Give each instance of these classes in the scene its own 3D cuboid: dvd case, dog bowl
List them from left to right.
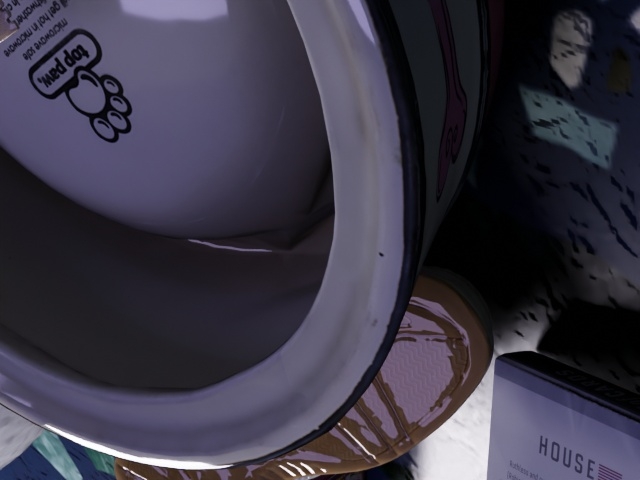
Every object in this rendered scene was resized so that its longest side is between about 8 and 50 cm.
[{"bbox_3d":[-0.100,-0.107,0.635,0.408,0.150,0.408,21,133,25],"label":"dog bowl"},{"bbox_3d":[0.137,0.188,0.664,0.179,0.029,0.239,22,114,53],"label":"dvd case"}]

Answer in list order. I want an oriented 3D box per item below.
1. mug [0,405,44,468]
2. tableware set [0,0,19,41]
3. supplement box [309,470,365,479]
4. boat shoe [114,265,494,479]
[{"bbox_3d":[-0.309,0.050,0.949,0.276,0.374,0.328,25,147,17],"label":"mug"},{"bbox_3d":[-0.158,-0.146,0.523,0.169,0.020,0.141,47,137,1],"label":"tableware set"},{"bbox_3d":[-0.004,0.162,0.920,0.043,0.055,0.083,34,143,34],"label":"supplement box"},{"bbox_3d":[-0.004,0.078,0.802,0.277,0.096,0.098,-32,90,40],"label":"boat shoe"}]
